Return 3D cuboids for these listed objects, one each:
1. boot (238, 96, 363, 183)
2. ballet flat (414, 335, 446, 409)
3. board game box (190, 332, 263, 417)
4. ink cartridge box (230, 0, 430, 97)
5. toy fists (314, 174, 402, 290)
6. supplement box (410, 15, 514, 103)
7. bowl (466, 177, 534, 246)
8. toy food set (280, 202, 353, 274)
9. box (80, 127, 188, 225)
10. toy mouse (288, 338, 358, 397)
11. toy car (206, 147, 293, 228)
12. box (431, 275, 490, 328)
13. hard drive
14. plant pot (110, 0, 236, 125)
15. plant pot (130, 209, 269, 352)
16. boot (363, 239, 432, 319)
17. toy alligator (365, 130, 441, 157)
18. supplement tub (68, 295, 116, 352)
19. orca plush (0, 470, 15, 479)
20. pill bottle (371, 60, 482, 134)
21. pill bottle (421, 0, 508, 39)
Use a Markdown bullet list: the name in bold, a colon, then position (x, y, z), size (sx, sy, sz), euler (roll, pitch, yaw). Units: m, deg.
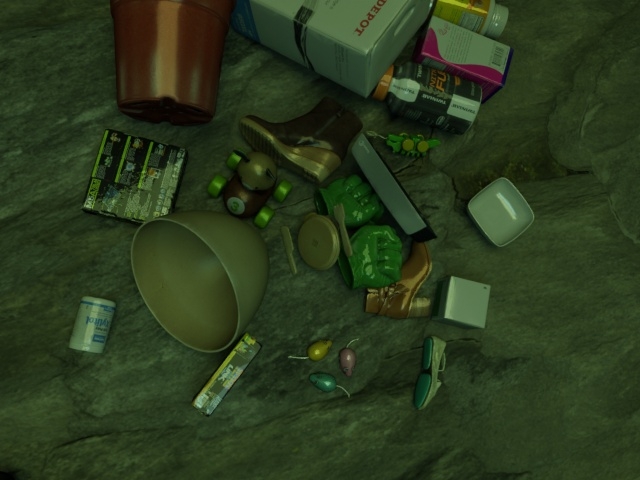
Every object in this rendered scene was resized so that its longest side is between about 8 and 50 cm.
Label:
- **boot**: position (-0.044, -0.264, 1.288), size (0.248, 0.090, 0.207), euler (33, 64, -2)
- **ballet flat**: position (0.254, 0.301, 1.238), size (0.052, 0.057, 0.168), euler (17, 77, -17)
- **board game box**: position (-0.190, 0.270, 1.116), size (0.048, 0.141, 0.170), euler (38, 76, 0)
- **ink cartridge box**: position (0.018, -0.549, 1.244), size (0.394, 0.166, 0.285), euler (32, 75, 14)
- **toy fists**: position (0.095, -0.025, 1.226), size (0.142, 0.096, 0.279), euler (-13, 64, -18)
- **supplement box**: position (0.345, -0.446, 1.364), size (0.220, 0.114, 0.111), euler (20, 78, -7)
- **bowl**: position (0.432, -0.065, 1.339), size (0.142, 0.053, 0.142), euler (-36, 87, -14)
- **toy food set**: position (0.000, 0.000, 1.204), size (0.038, 0.192, 0.133), euler (-7, 81, -48)
- **box**: position (-0.403, -0.132, 1.203), size (0.184, 0.045, 0.191), euler (12, 79, -6)
- **toy mouse**: position (0.032, 0.284, 1.211), size (0.161, 0.031, 0.143), euler (-26, 85, -14)
- **toy car**: position (-0.146, -0.131, 1.174), size (0.155, 0.188, 0.149), euler (34, 75, -3)
- **box**: position (0.322, 0.144, 1.261), size (0.101, 0.087, 0.101), euler (15, 77, -8)
- **hard drive**: position (0.163, -0.109, 1.231), size (0.054, 0.172, 0.255), euler (-35, 72, 12)
- **plant pot**: position (-0.322, -0.398, 1.169), size (0.272, 0.272, 0.265), euler (3, 87, -10)
- **plant pot**: position (-0.213, 0.056, 1.112), size (0.284, 0.284, 0.191), euler (53, 41, 2)
- **boot**: position (0.174, 0.080, 1.258), size (0.152, 0.073, 0.197), euler (4, 73, -3)
- **toy alligator**: position (0.197, -0.231, 1.330), size (0.189, 0.056, 0.051), euler (4, 119, -10)
- **supplement tub**: position (-0.465, 0.171, 1.121), size (0.070, 0.071, 0.107), euler (12, 78, -8)
- **orca plush**: position (-0.606, 0.569, 1.008), size (0.102, 0.151, 0.287), euler (22, 71, -38)
- **pill bottle**: position (0.249, -0.349, 1.319), size (0.245, 0.130, 0.131), euler (16, 77, -7)
- **pill bottle**: position (0.357, -0.577, 1.387), size (0.214, 0.117, 0.117), euler (13, 78, -8)
